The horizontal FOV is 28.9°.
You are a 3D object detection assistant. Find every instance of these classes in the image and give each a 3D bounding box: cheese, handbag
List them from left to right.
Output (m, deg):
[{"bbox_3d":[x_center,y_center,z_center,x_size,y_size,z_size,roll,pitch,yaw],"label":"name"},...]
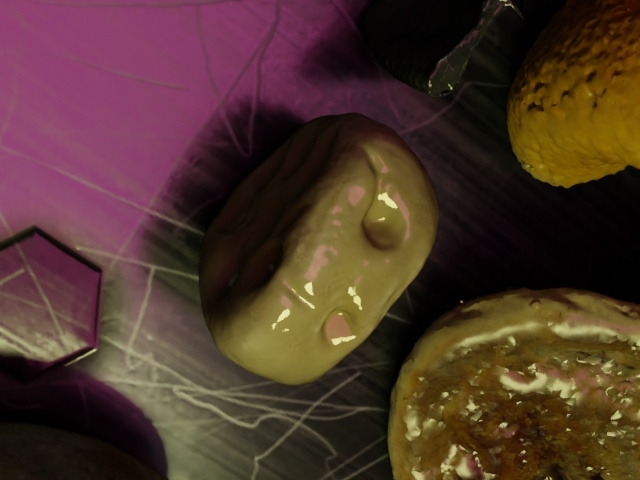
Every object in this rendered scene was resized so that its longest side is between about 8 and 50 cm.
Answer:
[{"bbox_3d":[0.000,0.000,0.966,0.117,0.218,0.235,33,48,-23],"label":"cheese"},{"bbox_3d":[0.141,-0.226,1.006,0.089,0.175,0.270,36,86,-19],"label":"handbag"}]

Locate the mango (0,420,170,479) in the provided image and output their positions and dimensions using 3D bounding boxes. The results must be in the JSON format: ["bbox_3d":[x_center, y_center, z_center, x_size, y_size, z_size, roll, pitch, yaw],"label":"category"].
[{"bbox_3d":[-0.254,0.236,0.924,0.384,0.221,0.198,10,123,-1],"label":"mango"}]

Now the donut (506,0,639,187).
[{"bbox_3d":[0.350,-0.041,1.016,0.163,0.378,0.435,-46,106,-11],"label":"donut"}]

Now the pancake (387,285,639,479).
[{"bbox_3d":[0.233,0.187,1.102,0.356,0.065,0.356,2,123,2],"label":"pancake"}]
